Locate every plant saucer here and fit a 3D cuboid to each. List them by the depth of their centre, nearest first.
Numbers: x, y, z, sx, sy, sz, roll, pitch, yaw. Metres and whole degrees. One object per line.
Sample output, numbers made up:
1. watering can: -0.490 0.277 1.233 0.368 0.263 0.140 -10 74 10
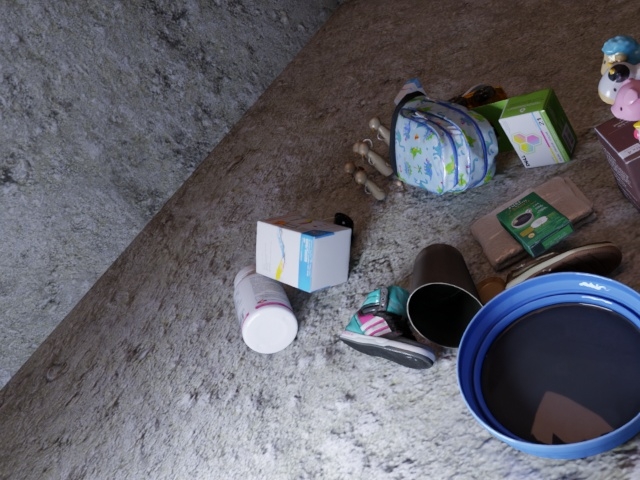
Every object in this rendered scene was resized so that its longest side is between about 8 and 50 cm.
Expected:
1. plant saucer: 0.406 0.122 1.510 0.083 0.015 0.083 -28 33 20

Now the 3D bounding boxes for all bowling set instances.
1. bowling set: 0.140 -0.260 2.147 0.200 0.154 0.287 -19 42 47

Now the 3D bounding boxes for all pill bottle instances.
1. pill bottle: -0.174 0.195 1.893 0.160 0.160 0.283 -37 31 4

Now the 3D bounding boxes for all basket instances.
1. basket: 0.293 0.117 1.498 0.154 0.204 0.227 -45 16 24

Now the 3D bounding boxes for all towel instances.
1. towel: 0.525 -0.049 1.578 0.282 0.049 0.187 -32 31 13

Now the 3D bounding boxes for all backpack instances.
1. backpack: 0.351 -0.265 1.837 0.273 0.290 0.355 -22 32 -38

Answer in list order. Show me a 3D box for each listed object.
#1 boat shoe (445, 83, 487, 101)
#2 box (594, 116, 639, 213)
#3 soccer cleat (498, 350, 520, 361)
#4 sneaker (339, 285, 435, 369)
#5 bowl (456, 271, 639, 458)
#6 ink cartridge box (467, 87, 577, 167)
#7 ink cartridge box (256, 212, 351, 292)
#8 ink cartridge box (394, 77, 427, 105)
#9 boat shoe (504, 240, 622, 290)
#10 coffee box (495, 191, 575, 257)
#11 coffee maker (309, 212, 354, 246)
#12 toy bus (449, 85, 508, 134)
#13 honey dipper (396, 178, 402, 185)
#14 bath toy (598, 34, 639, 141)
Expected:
1. boat shoe: 0.484 -0.480 2.174 0.183 0.065 0.083 -40 32 0
2. box: 0.735 -0.175 1.369 0.168 0.203 0.167 -28 32 16
3. soccer cleat: 0.409 0.254 1.325 0.035 0.029 0.083 -36 33 -12
4. sneaker: 0.188 0.203 1.544 0.295 0.124 0.178 6 62 52
5. bowl: 0.460 0.233 1.216 0.391 0.077 0.391 -22 38 18
6. ink cartridge box: 0.545 -0.294 1.745 0.255 0.189 0.097 -6 45 45
7. ink cartridge box: -0.054 0.030 1.868 0.232 0.168 0.171 16 20 39
8. ink cartridge box: 0.339 -0.536 2.378 0.052 0.088 0.122 -1 47 46
9. boat shoe: 0.526 0.055 1.399 0.257 0.095 0.095 -25 28 24
10. coffee box: 0.504 -0.041 1.491 0.113 0.040 0.184 -34 27 6
11. coffee maker: 0.000 0.000 2.005 0.178 0.120 0.171 -8 44 42
12. toy bus: 0.499 -0.414 2.020 0.220 0.149 0.211 -21 19 24
13. honey dipper: 0.270 -0.239 2.123 0.030 0.030 0.161 -18 39 31
14. bath toy: 0.659 -0.296 1.284 0.151 0.129 0.348 -22 35 26
